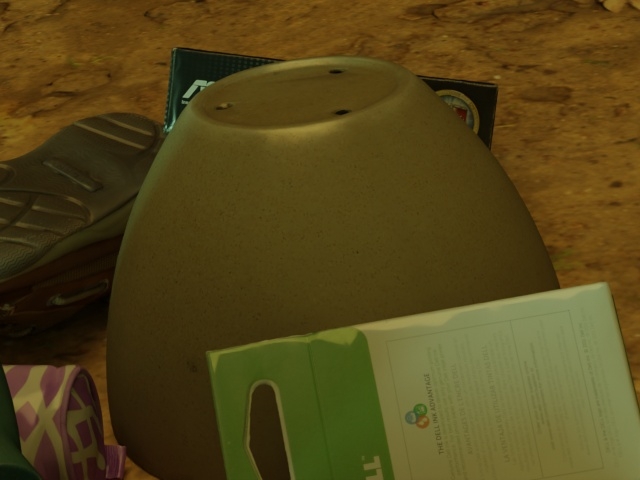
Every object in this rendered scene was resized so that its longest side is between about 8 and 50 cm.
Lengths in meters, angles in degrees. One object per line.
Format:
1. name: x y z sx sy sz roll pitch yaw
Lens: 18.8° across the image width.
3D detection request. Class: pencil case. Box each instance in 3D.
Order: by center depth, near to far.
1. pencil case: -0.221 0.116 1.080 0.206 0.088 0.086 -3 53 12

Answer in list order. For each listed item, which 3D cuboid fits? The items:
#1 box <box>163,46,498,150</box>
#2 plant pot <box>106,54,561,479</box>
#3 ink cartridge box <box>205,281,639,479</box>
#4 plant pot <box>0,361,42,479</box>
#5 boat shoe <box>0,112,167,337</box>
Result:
1. box: 0.011 -0.095 1.376 0.216 0.060 0.270 6 5 2
2. plant pot: 0.000 0.000 1.139 0.284 0.191 0.284 -7 22 3
3. ink cartridge box: 0.055 0.096 0.979 0.209 0.109 0.062 -10 -20 -2
4. plant pot: -0.248 0.118 0.872 0.196 0.293 0.293 34 41 24
5. boat shoe: -0.200 0.013 1.280 0.123 0.116 0.324 33 36 31
